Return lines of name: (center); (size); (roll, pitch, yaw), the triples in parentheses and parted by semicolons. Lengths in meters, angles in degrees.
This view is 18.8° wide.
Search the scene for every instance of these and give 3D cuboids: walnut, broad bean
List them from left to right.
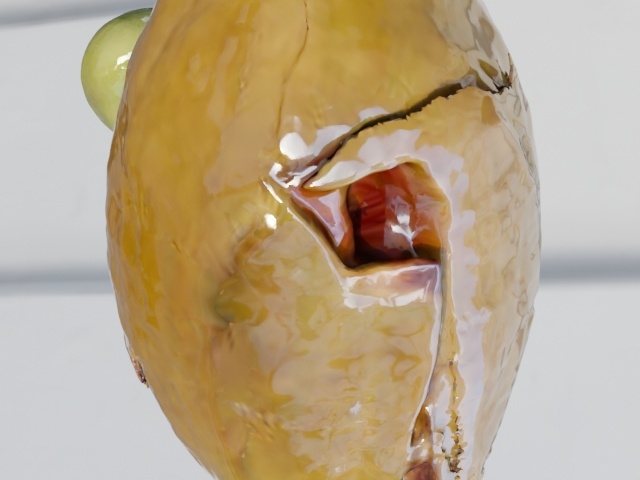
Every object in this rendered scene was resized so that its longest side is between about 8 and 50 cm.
broad bean: (-0.067, -0.066, 0.823); (0.083, 0.063, 0.045); (56, 6, -48)
walnut: (0.000, 0.000, 0.605); (0.137, 0.137, 0.245); (-45, 146, -48)
